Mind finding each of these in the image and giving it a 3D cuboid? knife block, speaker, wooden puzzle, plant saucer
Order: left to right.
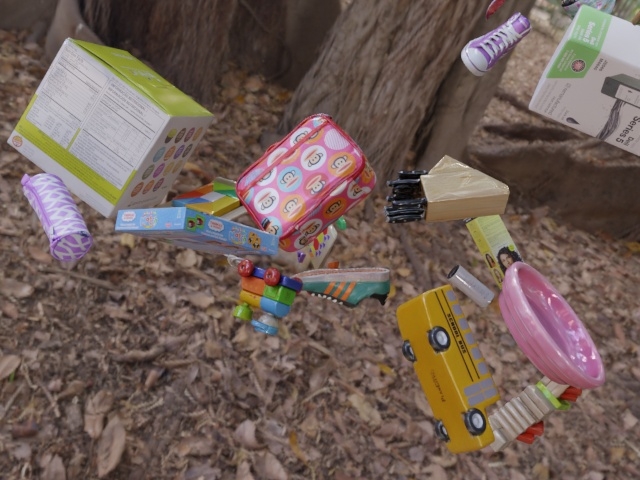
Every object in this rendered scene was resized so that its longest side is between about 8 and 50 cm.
[{"bbox_3d":[-0.290,-0.104,1.723,0.220,0.044,0.238,19,38,33],"label":"wooden puzzle"},{"bbox_3d":[0.310,-0.098,1.651,0.275,0.088,0.242,32,62,24],"label":"knife block"},{"bbox_3d":[0.425,0.129,1.811,0.136,0.055,0.055,38,27,-7],"label":"speaker"},{"bbox_3d":[0.529,0.206,1.496,0.332,0.084,0.332,37,28,-24],"label":"plant saucer"}]

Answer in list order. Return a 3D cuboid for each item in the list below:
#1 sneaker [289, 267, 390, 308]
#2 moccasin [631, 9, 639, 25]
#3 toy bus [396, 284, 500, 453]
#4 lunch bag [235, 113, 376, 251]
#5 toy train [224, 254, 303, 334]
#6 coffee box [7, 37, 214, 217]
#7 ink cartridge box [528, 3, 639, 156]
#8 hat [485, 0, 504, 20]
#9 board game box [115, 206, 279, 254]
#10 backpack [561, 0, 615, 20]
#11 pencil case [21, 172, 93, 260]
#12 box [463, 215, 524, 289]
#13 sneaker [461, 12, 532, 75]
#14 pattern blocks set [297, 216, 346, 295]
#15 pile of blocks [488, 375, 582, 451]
[{"bbox_3d":[0.058,0.150,1.913,0.301,0.121,0.108,-1,8,4],"label":"sneaker"},{"bbox_3d":[0.293,-0.230,0.471,0.380,0.139,0.147,35,14,-10],"label":"moccasin"},{"bbox_3d":[0.278,0.273,1.366,0.130,0.108,0.333,-12,74,-37],"label":"toy bus"},{"bbox_3d":[-0.044,-0.145,1.482,0.258,0.293,0.120,52,4,33],"label":"lunch bag"},{"bbox_3d":[-0.167,0.122,1.488,0.248,0.144,0.105,14,-9,40],"label":"toy train"},{"bbox_3d":[-0.560,-0.310,1.771,0.338,0.334,0.337,37,15,1],"label":"coffee box"},{"bbox_3d":[0.579,-0.300,1.234,0.272,0.198,0.115,25,62,8],"label":"ink cartridge box"},{"bbox_3d":[0.353,-0.504,1.029,0.183,0.173,0.209,-4,42,29],"label":"hat"},{"bbox_3d":[-0.196,-0.011,1.038,0.160,0.039,0.211,0,-12,36],"label":"board game box"},{"bbox_3d":[0.694,-0.643,1.641,0.115,0.152,0.182,36,60,-20],"label":"backpack"},{"bbox_3d":[-0.535,-0.048,1.292,0.088,0.086,0.206,13,31,-52],"label":"pencil case"},{"bbox_3d":[0.516,0.020,1.865,0.087,0.058,0.232,-26,84,-19],"label":"box"},{"bbox_3d":[0.523,-0.589,1.865,0.102,0.161,0.282,49,49,-3],"label":"sneaker"},{"bbox_3d":[0.000,0.000,2.087,0.026,0.325,0.286,-2,59,-28],"label":"pattern blocks set"},{"bbox_3d":[0.577,0.472,1.718,0.113,0.362,0.149,53,-3,37],"label":"pile of blocks"}]
